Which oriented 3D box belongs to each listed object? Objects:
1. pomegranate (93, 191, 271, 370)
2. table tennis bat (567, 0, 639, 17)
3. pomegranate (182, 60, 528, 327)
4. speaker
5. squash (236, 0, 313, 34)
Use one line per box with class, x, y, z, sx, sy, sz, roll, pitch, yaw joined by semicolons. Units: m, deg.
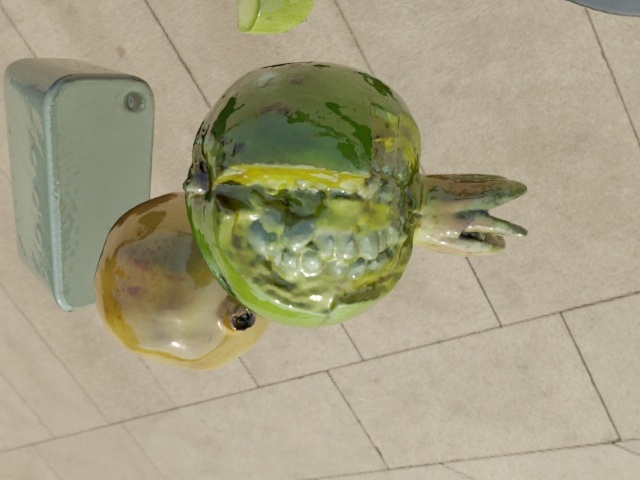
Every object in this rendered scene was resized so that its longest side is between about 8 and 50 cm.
pomegranate;-0.157;0.045;0.631;0.233;0.233;0.233;9;119;17
table tennis bat;0.138;-0.213;0.299;0.246;0.022;0.138;28;145;18
pomegranate;0.030;-0.040;0.476;0.301;0.236;0.236;3;123;-15
speaker;-0.418;-0.100;0.900;0.184;0.183;0.406;28;120;30
squash;-0.105;-0.559;1.188;0.184;0.085;0.192;1;124;-3
